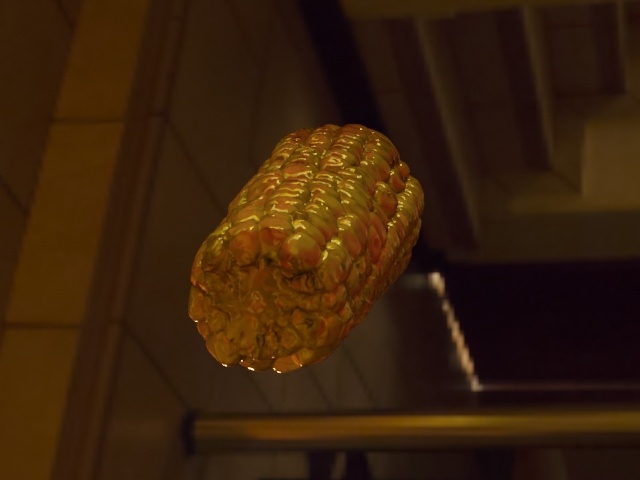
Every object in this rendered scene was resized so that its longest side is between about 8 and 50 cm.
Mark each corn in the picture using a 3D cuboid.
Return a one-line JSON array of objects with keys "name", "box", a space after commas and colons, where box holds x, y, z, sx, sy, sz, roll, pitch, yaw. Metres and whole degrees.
[{"name": "corn", "box": [-0.002, -0.002, 0.929, 0.335, 0.127, 0.126, -59, 145, -77]}]
